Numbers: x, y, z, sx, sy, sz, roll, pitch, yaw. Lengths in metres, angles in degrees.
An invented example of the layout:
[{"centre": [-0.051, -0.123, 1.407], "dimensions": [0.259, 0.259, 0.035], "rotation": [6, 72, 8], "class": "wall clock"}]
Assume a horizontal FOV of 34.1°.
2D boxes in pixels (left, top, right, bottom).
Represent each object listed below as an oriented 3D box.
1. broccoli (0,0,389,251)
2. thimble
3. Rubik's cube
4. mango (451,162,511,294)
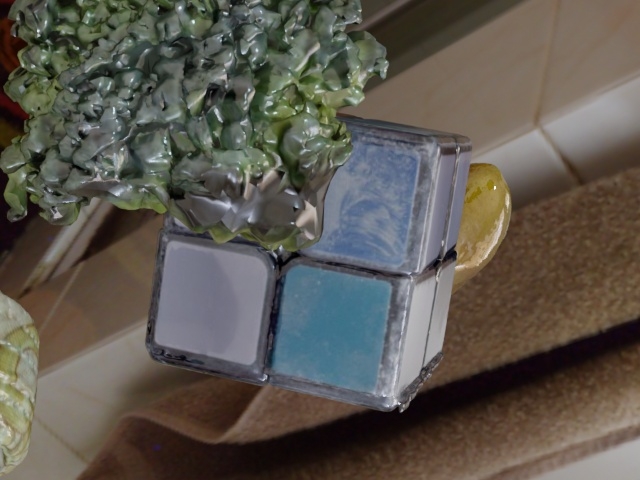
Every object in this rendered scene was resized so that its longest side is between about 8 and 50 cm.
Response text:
[{"centre": [-0.075, -0.070, 0.559], "dimensions": [0.164, 0.304, 0.146], "rotation": [7, 87, -11], "class": "broccoli"}, {"centre": [-0.338, 0.131, 0.979], "dimensions": [0.137, 0.190, 0.144], "rotation": [3, 57, -9], "class": "thimble"}, {"centre": [0.000, 0.000, 1.282], "dimensions": [0.316, 0.318, 0.314], "rotation": [-22, 122, -74], "class": "Rubik's cube"}, {"centre": [0.168, -0.003, 1.509], "dimensions": [0.167, 0.262, 0.130], "rotation": [48, 10, -18], "class": "mango"}]
